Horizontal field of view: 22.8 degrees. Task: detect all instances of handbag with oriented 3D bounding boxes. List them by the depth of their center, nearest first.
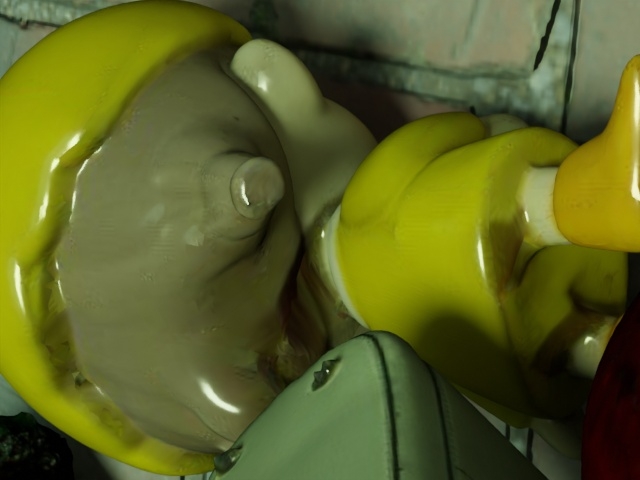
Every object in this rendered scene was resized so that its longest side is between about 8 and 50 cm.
[{"bbox_3d":[0.090,0.187,0.515,0.109,0.241,0.315,-39,109,19],"label":"handbag"}]

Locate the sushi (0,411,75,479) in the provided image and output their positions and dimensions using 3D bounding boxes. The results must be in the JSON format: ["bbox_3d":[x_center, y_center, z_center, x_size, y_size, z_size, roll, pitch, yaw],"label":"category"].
[{"bbox_3d":[-0.202,0.193,0.898,0.127,0.124,0.225,55,134,22],"label":"sushi"}]

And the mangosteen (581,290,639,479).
[{"bbox_3d":[0.195,0.097,0.483,0.215,0.215,0.257,14,136,41],"label":"mangosteen"}]

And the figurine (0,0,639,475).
[{"bbox_3d":[0.000,0.000,0.656,0.344,0.187,0.215,0,109,36],"label":"figurine"}]
